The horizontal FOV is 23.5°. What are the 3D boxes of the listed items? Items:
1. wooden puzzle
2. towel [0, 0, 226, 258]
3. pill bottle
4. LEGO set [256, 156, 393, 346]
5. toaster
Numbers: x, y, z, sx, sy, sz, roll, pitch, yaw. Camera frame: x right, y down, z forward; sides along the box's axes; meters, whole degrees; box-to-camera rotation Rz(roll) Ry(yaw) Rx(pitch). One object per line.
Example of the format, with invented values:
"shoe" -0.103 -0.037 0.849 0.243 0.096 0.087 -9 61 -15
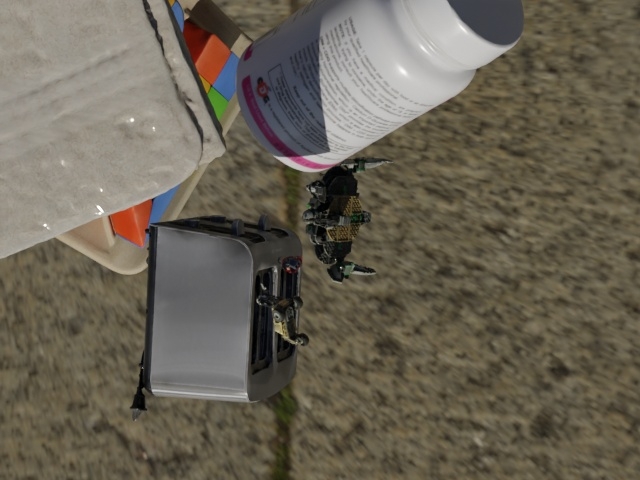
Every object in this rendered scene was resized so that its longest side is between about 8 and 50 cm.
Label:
"wooden puzzle" -0.211 -0.144 1.681 0.322 0.080 0.348 -60 146 -5
"towel" -0.214 -0.081 0.945 0.282 0.049 0.187 -21 112 -1
"pill bottle" 0.059 -0.194 1.576 0.160 0.283 0.160 24 53 -36
"LEGO set" -0.001 -0.001 0.581 0.083 0.023 0.054 -42 130 -36
"toaster" -0.093 0.068 1.432 0.110 0.168 0.186 4 94 16
